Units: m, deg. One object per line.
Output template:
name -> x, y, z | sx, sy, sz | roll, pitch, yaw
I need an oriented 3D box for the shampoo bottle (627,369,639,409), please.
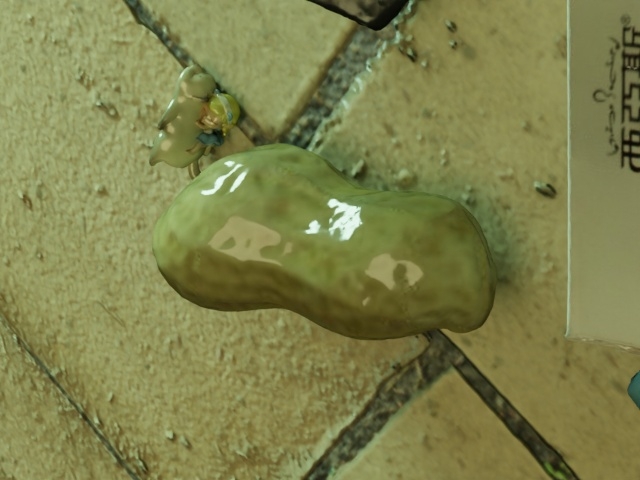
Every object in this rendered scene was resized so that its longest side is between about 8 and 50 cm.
shampoo bottle -> 0.256, 0.113, 0.987 | 0.104, 0.061, 0.258 | -38, 83, 40

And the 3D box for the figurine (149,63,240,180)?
figurine -> -0.086, -0.081, 1.184 | 0.051, 0.047, 0.083 | 25, 115, 10

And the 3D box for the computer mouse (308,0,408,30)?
computer mouse -> -0.035, -0.260, 1.051 | 0.295, 0.087, 0.168 | 31, 117, 9

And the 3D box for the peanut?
peanut -> 0.000, 0.000, 1.103 | 0.257, 0.123, 0.123 | 8, 112, 32

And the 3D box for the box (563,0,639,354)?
box -> 0.216, -0.098, 0.843 | 0.116, 0.203, 0.274 | 10, 112, 33
